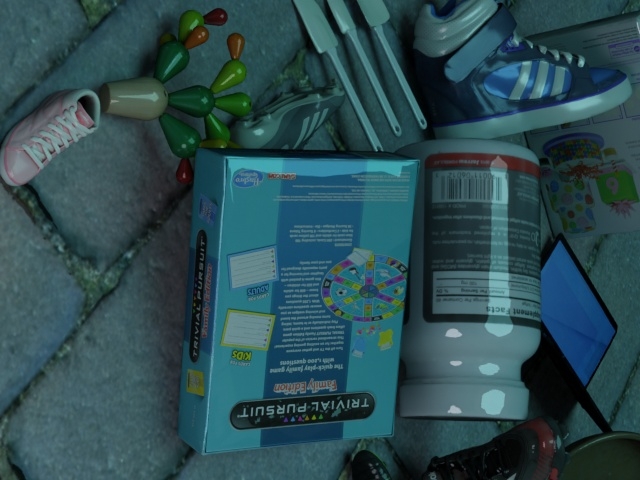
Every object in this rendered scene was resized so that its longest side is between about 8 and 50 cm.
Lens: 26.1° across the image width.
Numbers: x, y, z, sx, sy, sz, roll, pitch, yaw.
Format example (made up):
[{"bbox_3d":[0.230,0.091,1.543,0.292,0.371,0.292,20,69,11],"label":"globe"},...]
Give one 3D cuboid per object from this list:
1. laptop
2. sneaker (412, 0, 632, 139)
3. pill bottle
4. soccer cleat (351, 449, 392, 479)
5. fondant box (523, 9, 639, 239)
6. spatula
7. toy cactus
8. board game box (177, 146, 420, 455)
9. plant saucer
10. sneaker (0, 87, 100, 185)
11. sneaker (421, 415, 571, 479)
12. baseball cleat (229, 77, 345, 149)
[{"bbox_3d":[0.424,0.160,2.164,0.136,0.264,0.234,-35,119,2],"label":"laptop"},{"bbox_3d":[0.289,-0.282,2.001,0.323,0.130,0.236,-14,100,-13],"label":"sneaker"},{"bbox_3d":[0.191,0.058,1.859,0.210,0.210,0.363,11,77,-48],"label":"pill bottle"},{"bbox_3d":[0.065,0.361,1.786,0.072,0.060,0.179,-18,101,-47],"label":"soccer cleat"},{"bbox_3d":[0.449,-0.178,2.168,0.096,0.238,0.330,-30,108,-49],"label":"fondant box"},{"bbox_3d":[0.065,-0.243,1.872,0.168,0.019,0.242,-32,97,-50],"label":"spatula"},{"bbox_3d":[-0.166,-0.163,1.581,0.180,0.112,0.219,-1,88,-30],"label":"toy cactus"},{"bbox_3d":[-0.026,0.065,1.587,0.254,0.079,0.336,0,101,-30],"label":"board game box"},{"bbox_3d":[0.408,0.401,2.090,0.278,0.041,0.278,-11,119,-21],"label":"plant saucer"},{"bbox_3d":[-0.280,-0.113,1.445,0.051,0.070,0.134,56,48,-31],"label":"sneaker"},{"bbox_3d":[0.214,0.318,1.830,0.135,0.276,0.097,9,51,-33],"label":"sneaker"},{"bbox_3d":[-0.041,-0.132,1.739,0.206,0.072,0.109,-27,119,-43],"label":"baseball cleat"}]
